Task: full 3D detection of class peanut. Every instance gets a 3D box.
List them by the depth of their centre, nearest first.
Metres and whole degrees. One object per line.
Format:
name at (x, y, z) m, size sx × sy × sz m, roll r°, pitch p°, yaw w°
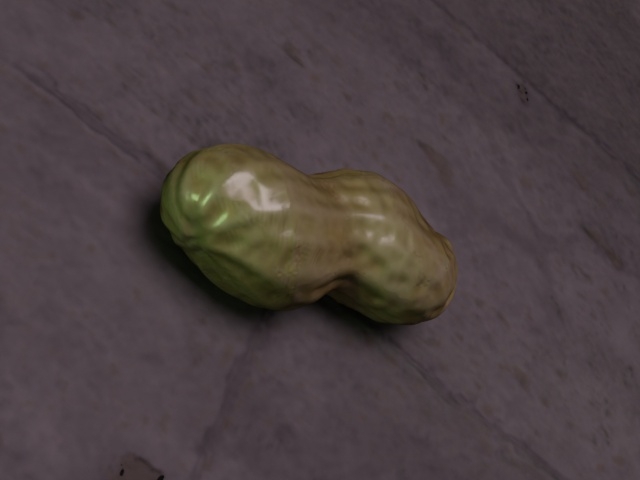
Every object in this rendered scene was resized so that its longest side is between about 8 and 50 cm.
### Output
peanut at (0.000, 0.000, 0.741) m, size 0.187 × 0.082 × 0.082 m, roll 11°, pitch 59°, yaw -36°
